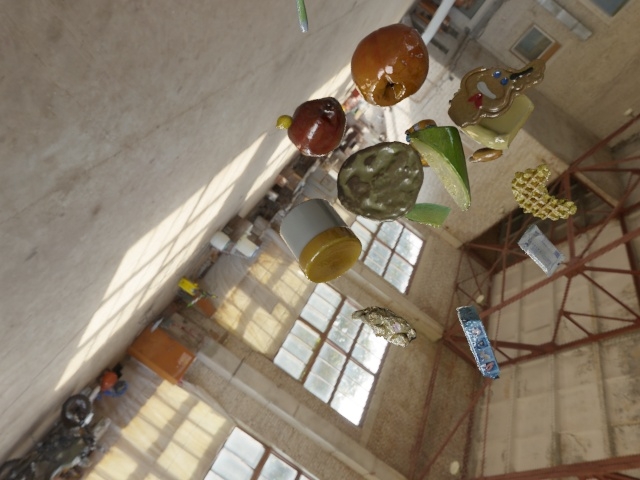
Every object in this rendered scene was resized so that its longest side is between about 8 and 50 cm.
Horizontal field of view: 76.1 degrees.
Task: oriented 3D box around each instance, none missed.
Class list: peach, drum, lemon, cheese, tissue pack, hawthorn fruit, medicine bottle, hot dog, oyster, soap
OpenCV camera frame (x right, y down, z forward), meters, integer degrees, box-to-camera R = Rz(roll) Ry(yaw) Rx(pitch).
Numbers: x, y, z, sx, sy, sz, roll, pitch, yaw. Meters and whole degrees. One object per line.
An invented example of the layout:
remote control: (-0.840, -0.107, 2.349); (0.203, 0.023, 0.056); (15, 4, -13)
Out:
peach: (0.294, -0.763, 1.771); (0.343, 0.342, 0.302); (135, -50, -65)
drum: (-0.061, -0.771, 1.240); (0.130, 0.049, 0.253); (-65, 162, -6)
lemon: (-0.167, -0.538, 1.866); (0.092, 0.065, 0.065); (-38, 179, -15)
cheese: (0.669, -0.521, 1.650); (0.259, 0.316, 0.128); (-50, 155, -11)
tissue pack: (0.888, 0.037, 1.641); (0.122, 0.193, 0.026); (-44, -179, -14)
hawthorn fruit: (-0.012, -0.599, 2.120); (0.325, 0.308, 0.308); (-62, 179, 32)
medicine bottle: (0.000, 0.000, 1.522); (0.238, 0.232, 0.238); (-22, 144, -17)
hot dog: (0.694, -0.358, 1.721); (0.140, 0.060, 0.090); (0, -159, 29)
oyster: (0.173, 0.255, 1.190); (0.191, 0.163, 0.081); (11, -131, 41)
soap: (0.616, 0.391, 1.591); (0.077, 0.293, 0.156); (-22, -167, 14)

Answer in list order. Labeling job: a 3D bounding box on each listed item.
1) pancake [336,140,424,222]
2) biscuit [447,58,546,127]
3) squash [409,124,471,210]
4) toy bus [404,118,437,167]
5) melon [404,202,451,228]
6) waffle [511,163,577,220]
pancake: (0.191, -0.189, 1.331); (0.294, 0.294, 0.049); (-53, 158, 3)
biscuit: (0.579, -0.502, 1.363); (0.319, 0.183, 0.047); (-14, 176, 25)
squash: (0.429, -0.240, 1.390); (0.203, 0.289, 0.111); (-7, -179, -22)
toy bus: (0.491, -0.454, 1.883); (0.126, 0.209, 0.136); (-13, 167, -24)
melon: (0.460, -0.113, 1.849); (0.053, 0.261, 0.114); (115, -21, -76)
waffle: (0.657, -0.139, 1.210); (0.149, 0.194, 0.051); (-8, -145, 50)
